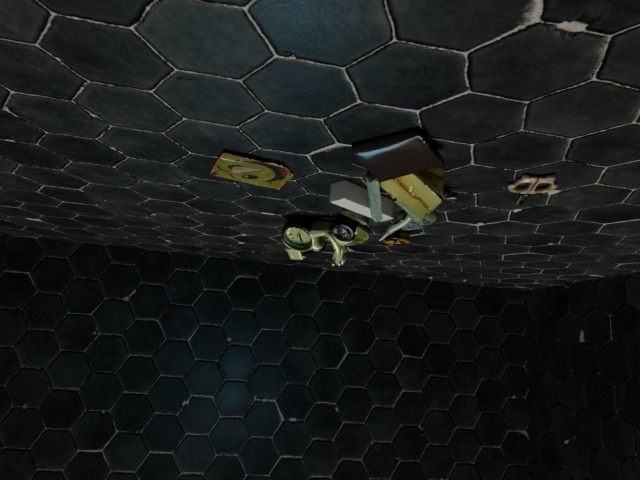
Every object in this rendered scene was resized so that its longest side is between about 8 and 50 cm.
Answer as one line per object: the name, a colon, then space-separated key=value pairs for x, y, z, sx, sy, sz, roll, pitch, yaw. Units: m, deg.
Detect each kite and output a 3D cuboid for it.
kite: x=-0.259 y=-0.244 z=1.675 sx=0.328 sy=0.013 sz=0.377 roll=0 pitch=168 yaw=20

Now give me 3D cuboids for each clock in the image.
clock: x=0.000 y=0.000 z=2.228 sx=0.379 sy=0.120 sz=0.276 roll=6 pitch=135 yaw=23

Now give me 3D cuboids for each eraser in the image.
eraser: x=0.168 y=-0.150 z=1.800 sx=0.298 sy=0.078 sz=0.076 roll=17 pitch=162 yaw=-42

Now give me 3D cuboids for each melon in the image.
melon: x=0.175 y=-0.098 z=2.085 sx=0.098 sy=0.054 sz=0.182 roll=2 pitch=168 yaw=37

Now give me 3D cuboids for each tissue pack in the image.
tissue pack: x=0.398 y=-0.085 z=1.999 sx=0.111 sy=0.079 sz=0.085 roll=-5 pitch=165 yaw=35

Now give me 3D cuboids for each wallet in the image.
wallet: x=0.230 y=-0.251 z=1.374 sx=0.229 sy=0.049 sz=0.182 roll=-7 pitch=148 yaw=38

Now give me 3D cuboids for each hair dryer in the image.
hair dryer: x=0.296 y=-0.097 z=1.793 sx=0.267 sy=0.092 sz=0.229 roll=-23 pitch=142 yaw=20

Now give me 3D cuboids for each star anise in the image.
star anise: x=0.439 y=-0.168 z=1.702 sx=0.141 sy=0.042 sz=0.141 roll=7 pitch=175 yaw=1

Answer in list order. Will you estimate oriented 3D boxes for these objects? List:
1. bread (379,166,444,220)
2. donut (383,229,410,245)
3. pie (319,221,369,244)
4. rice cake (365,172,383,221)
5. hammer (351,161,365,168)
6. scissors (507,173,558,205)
bread: x=0.295 y=-0.166 z=1.556 sx=0.178 sy=0.135 sz=0.240 roll=6 pitch=167 yaw=-5
donut: x=0.387 y=-0.014 z=2.360 sx=0.141 sy=0.059 sz=0.140 roll=5 pitch=168 yaw=1
pie: x=0.102 y=-0.037 z=2.335 sx=0.307 sy=0.071 sz=0.306 roll=3 pitch=167 yaw=1
rice cake: x=0.196 y=-0.154 z=1.685 sx=0.042 sy=0.045 sz=0.245 roll=-26 pitch=146 yaw=-5
hammer: x=0.152 y=-0.242 z=1.549 sx=0.110 sy=0.019 sz=0.035 roll=17 pitch=163 yaw=-25
scissors: x=0.734 y=-0.169 z=1.643 sx=0.160 sy=0.024 sz=0.317 roll=1 pitch=167 yaw=12
